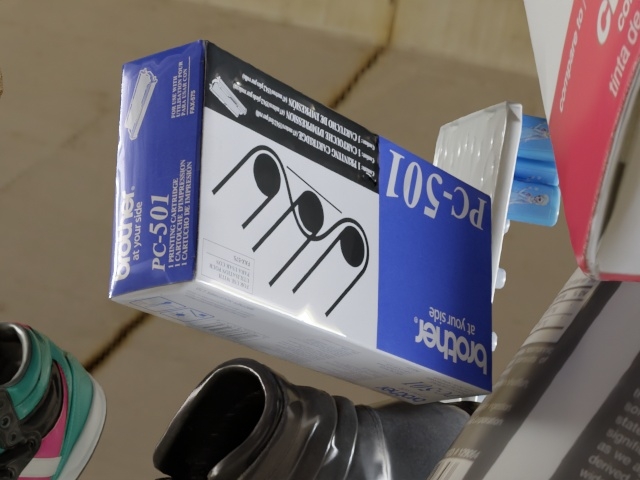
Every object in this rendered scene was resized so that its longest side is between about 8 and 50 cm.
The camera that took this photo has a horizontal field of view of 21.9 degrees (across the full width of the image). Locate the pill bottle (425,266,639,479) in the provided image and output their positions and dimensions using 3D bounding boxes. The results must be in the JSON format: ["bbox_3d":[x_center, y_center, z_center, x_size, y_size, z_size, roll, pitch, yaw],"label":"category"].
[{"bbox_3d":[0.168,0.098,0.774,0.176,0.318,0.176,35,164,12],"label":"pill bottle"}]

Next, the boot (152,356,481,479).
[{"bbox_3d":[-0.038,0.221,0.903,0.223,0.338,0.118,11,-167,-40],"label":"boot"}]

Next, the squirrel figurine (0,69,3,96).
[{"bbox_3d":[-0.484,-0.113,1.153,0.370,0.397,0.281,15,152,46],"label":"squirrel figurine"}]

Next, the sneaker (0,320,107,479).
[{"bbox_3d":[-0.265,0.179,1.258,0.124,0.178,0.295,-5,-131,24],"label":"sneaker"}]

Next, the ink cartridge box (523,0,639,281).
[{"bbox_3d":[0.184,-0.127,0.556,0.226,0.131,0.306,2,-135,-5],"label":"ink cartridge box"}]

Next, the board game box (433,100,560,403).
[{"bbox_3d":[0.105,0.101,1.257,0.050,0.390,0.390,9,-179,-3],"label":"board game box"}]

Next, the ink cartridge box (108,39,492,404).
[{"bbox_3d":[0.000,0.000,0.687,0.046,0.097,0.207,-12,157,34],"label":"ink cartridge box"}]
